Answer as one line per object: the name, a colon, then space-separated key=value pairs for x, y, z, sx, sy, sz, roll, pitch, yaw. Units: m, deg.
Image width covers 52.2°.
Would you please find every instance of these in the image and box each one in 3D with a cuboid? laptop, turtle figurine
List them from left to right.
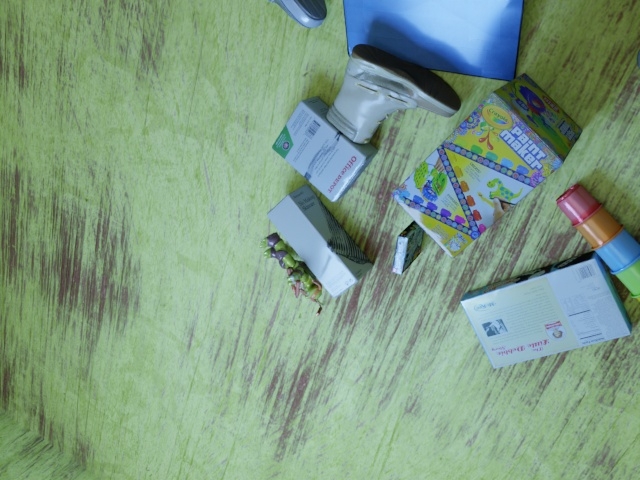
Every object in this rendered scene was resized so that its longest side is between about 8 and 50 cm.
turtle figurine: x=-0.063 y=0.076 z=1.676 sx=0.087 sy=0.269 sz=0.217 roll=-43 pitch=69 yaw=-1
laptop: x=0.168 y=-0.448 z=1.218 sx=0.382 sy=0.408 sz=0.236 roll=14 pitch=106 yaw=22

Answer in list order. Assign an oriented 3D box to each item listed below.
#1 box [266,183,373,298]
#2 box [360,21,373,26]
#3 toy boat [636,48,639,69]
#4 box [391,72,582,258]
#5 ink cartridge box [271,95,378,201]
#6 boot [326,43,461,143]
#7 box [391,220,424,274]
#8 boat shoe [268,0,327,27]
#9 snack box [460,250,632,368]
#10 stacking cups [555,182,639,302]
box: x=0.000 y=0.000 z=1.644 sx=0.094 sy=0.113 sz=0.275 roll=-39 pitch=90 yaw=33
box: x=0.148 y=-0.539 z=1.392 sx=0.225 sy=0.036 sz=0.136 roll=-1 pitch=109 yaw=30
toy boat: x=0.593 y=-0.448 z=1.115 sx=0.267 sy=0.148 sz=0.318 roll=7 pitch=115 yaw=33
box: x=0.336 y=-0.155 z=1.294 sx=0.177 sy=0.290 sz=0.279 roll=47 pitch=123 yaw=5
ink cartridge box: x=0.011 y=-0.218 z=1.563 sx=0.208 sy=0.087 sz=0.153 roll=43 pitch=123 yaw=7
boot: x=0.156 y=-0.293 z=1.452 sx=0.262 sy=0.095 sz=0.203 roll=24 pitch=133 yaw=-4
box: x=0.207 y=0.011 z=1.521 sx=0.027 sy=0.137 sz=0.094 roll=16 pitch=116 yaw=22
boat shoe: x=-0.096 y=-0.589 z=1.475 sx=0.302 sy=0.109 sz=0.094 roll=56 pitch=140 yaw=9
snack box: x=0.501 y=0.162 z=1.472 sx=0.322 sy=0.060 sz=0.187 roll=-23 pitch=97 yaw=33
stacking cups: x=0.611 y=0.018 z=1.334 sx=0.316 sy=0.096 sz=0.096 roll=49 pitch=124 yaw=2
